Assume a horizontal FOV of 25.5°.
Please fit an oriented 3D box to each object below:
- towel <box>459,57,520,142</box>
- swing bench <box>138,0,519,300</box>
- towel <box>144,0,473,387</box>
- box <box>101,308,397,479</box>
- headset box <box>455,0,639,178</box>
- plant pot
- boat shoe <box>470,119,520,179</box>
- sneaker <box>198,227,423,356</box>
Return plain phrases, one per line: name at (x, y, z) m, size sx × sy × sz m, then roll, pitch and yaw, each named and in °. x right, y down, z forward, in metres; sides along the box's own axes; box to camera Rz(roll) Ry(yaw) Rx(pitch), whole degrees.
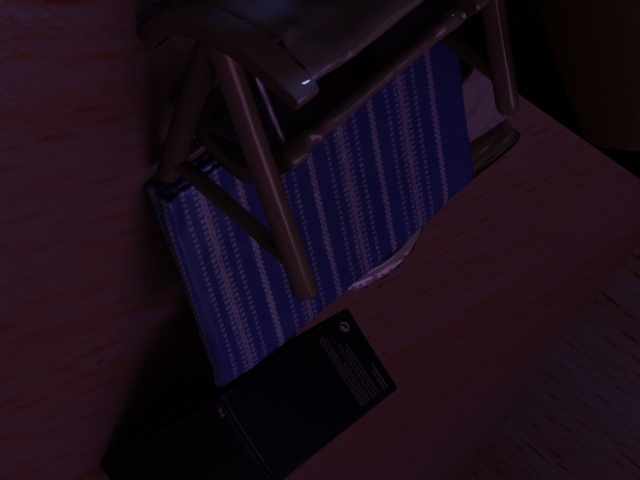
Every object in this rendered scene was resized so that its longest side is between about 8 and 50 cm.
towel at (0.181, -0.190, 1.457) m, size 0.187 × 0.049 × 0.282 m, roll -33°, pitch 158°, yaw -37°
swing bench at (0.018, -0.142, 0.987) m, size 0.253 × 0.165 × 0.254 m, roll -40°, pitch 156°, yaw -23°
towel at (0.006, -0.051, 1.228) m, size 0.336 × 0.040 × 0.243 m, roll -39°, pitch 139°, yaw -23°
box at (-0.076, 0.188, 1.417) m, size 0.184 × 0.103 × 0.261 m, roll -30°, pitch 178°, yaw -40°
headset box at (0.288, -0.201, 1.211) m, size 0.131 × 0.283 × 0.246 m, roll 11°, pitch 114°, yaw -48°
plant pot at (0.252, -0.200, 1.027) m, size 0.237 × 0.237 × 0.254 m, roll -25°, pitch 116°, yaw -52°
boat shoe at (0.164, -0.092, 1.648) m, size 0.153 × 0.048 × 0.056 m, roll -38°, pitch 173°, yaw -10°
sneaker at (0.000, 0.000, 1.333) m, size 0.283 × 0.110 × 0.122 m, roll -43°, pitch 159°, yaw -16°
